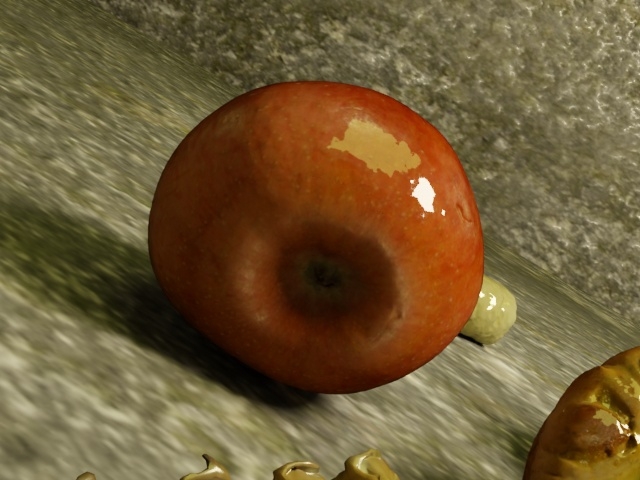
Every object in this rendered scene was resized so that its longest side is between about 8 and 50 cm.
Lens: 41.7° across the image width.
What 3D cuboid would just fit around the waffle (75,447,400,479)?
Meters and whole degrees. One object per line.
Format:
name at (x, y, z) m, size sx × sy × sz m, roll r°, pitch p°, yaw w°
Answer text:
waffle at (0.018, 0.202, 0.298) m, size 0.304 × 0.078 × 0.348 m, roll 40°, pitch 15°, yaw 35°

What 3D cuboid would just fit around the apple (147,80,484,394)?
apple at (0.000, 0.000, 0.684) m, size 0.272 × 0.251 × 0.206 m, roll 41°, pitch 28°, yaw -13°

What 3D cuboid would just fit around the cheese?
cheese at (0.183, 0.074, 1.183) m, size 0.167 × 0.094 × 0.123 m, roll 28°, pitch 1°, yaw -27°

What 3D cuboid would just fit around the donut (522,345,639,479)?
donut at (0.255, 0.186, 0.604) m, size 0.226 × 0.226 × 0.114 m, roll 34°, pitch -25°, yaw 20°
